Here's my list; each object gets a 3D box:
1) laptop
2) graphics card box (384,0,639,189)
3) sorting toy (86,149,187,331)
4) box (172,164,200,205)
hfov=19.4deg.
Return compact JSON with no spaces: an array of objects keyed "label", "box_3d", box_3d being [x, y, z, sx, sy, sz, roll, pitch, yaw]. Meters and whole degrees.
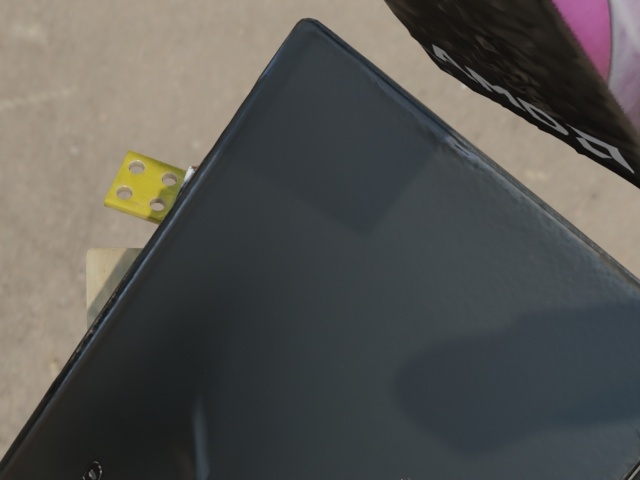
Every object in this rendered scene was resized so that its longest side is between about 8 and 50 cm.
[{"label":"laptop","box_3d":[0.084,0.151,1.027,0.408,0.382,0.236,19,26,-39]},{"label":"graphics card box","box_3d":[0.052,-0.179,0.321,0.094,0.371,0.233,34,85,31]},{"label":"sorting toy","box_3d":[-0.091,0.065,1.262,0.132,0.046,0.274,0,59,-9]},{"label":"box","box_3d":[0.000,0.000,1.012,0.137,0.027,0.094,32,20,22]}]
